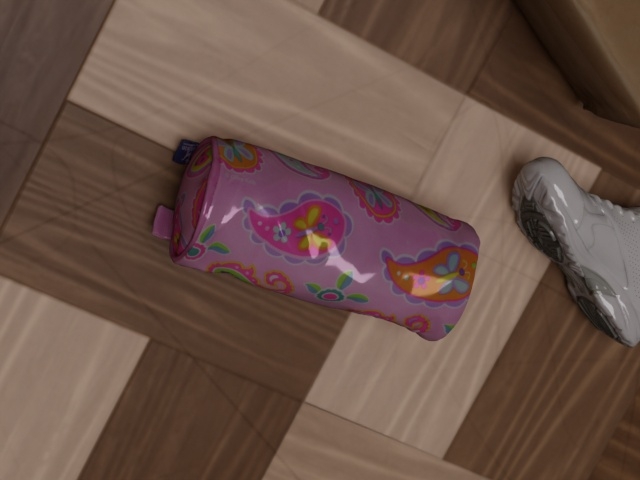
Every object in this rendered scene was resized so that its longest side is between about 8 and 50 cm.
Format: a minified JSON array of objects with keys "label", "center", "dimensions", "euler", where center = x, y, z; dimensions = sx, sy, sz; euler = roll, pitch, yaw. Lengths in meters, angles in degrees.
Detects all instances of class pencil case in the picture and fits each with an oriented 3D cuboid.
[{"label":"pencil case","center":[0.000,0.000,1.256],"dimensions":[0.284,0.124,0.124],"euler":[17,100,-20]}]

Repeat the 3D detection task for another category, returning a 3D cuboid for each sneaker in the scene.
[{"label":"sneaker","center":[0.272,-0.009,1.360],"dimensions":[0.115,0.090,0.232],"euler":[-43,122,-9]}]

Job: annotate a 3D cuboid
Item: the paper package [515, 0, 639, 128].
[{"label":"paper package","center":[0.293,-0.317,1.220],"dimensions":[0.309,0.168,0.325],"euler":[-39,113,-1]}]
